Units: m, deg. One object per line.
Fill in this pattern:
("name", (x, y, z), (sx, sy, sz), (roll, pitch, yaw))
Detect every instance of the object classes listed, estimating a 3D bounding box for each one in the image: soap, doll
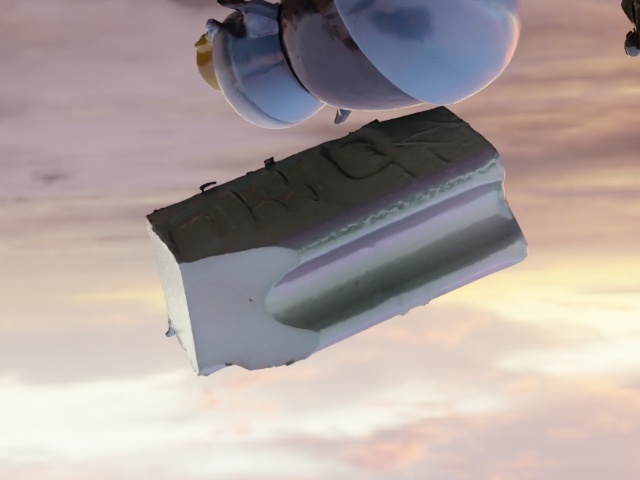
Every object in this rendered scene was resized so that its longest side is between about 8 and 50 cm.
("soap", (0.000, 0.000, 1.103), (0.230, 0.091, 0.145), (-23, -157, -8))
("doll", (0.036, -0.173, 1.332), (0.314, 0.141, 0.177), (-14, 137, 42))

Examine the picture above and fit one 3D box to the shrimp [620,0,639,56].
("shrimp", (0.152, -0.193, 0.838), (0.051, 0.217, 0.150), (-10, 155, 12))
